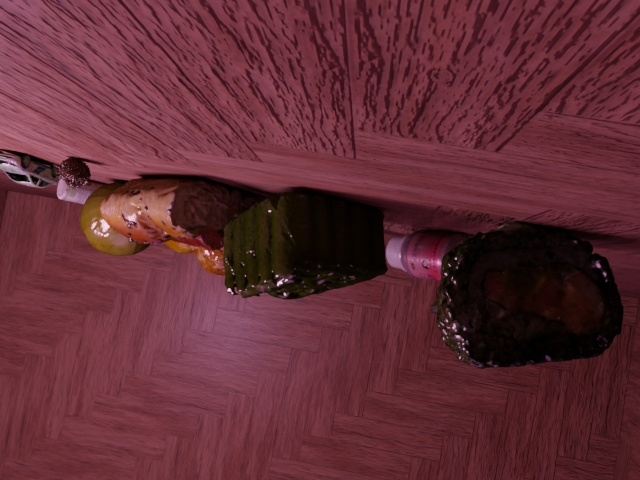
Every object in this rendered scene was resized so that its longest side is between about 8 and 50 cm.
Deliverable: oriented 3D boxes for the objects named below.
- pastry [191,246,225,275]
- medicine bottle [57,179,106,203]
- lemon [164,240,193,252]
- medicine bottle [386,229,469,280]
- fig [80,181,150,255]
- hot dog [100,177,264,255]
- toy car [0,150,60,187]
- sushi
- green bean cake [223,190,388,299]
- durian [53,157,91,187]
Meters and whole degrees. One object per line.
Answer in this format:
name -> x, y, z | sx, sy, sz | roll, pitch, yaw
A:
pastry -> -0.292, -0.013, 1.957 | 0.256, 0.236, 0.170 | 12, 158, -26
medicine bottle -> -0.782, -0.161, 2.009 | 0.183, 0.086, 0.086 | 12, 176, -43
lemon -> -0.540, -0.045, 2.384 | 0.231, 0.192, 0.192 | 16, 179, 22
medicine bottle -> 0.308, 0.042, 1.695 | 0.147, 0.147, 0.247 | 12, 176, -40
fig -> -0.609, -0.074, 1.842 | 0.240, 0.239, 0.271 | 12, 158, -32
hot dog -> -0.371, -0.064, 1.572 | 0.366, 0.196, 0.367 | 12, 176, 37
toy car -> -0.805, -0.190, 1.630 | 0.090, 0.076, 0.224 | 11, 177, 8
sushi -> 0.415, 0.115, 1.238 | 0.352, 0.293, 0.178 | -4, 169, 0
green bean cake -> -0.034, 0.029, 1.408 | 0.319, 0.218, 0.335 | 8, 165, -37
durian -> -0.607, -0.167, 1.454 | 0.091, 0.080, 0.080 | 24, 171, -25
